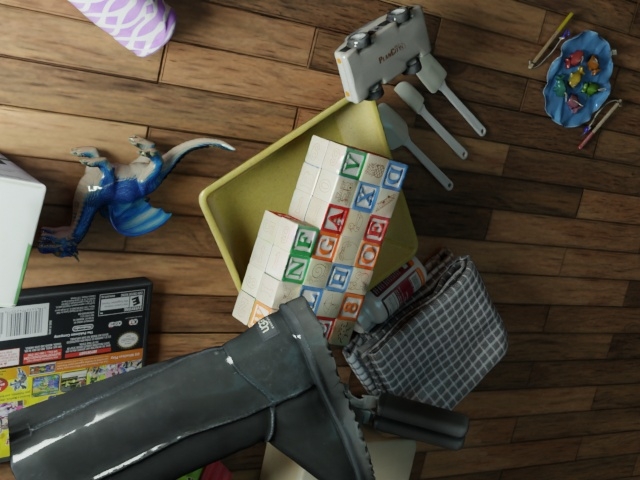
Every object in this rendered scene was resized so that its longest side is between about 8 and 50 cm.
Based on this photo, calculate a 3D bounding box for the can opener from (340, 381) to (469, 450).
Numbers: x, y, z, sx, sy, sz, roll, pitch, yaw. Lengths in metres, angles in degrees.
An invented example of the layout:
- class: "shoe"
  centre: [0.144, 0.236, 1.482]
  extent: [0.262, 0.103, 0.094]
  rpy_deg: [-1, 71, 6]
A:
- class: "can opener"
  centre: [0.113, 0.310, 1.789]
  extent: [0.093, 0.280, 0.074]
  rpy_deg: [-76, 176, -47]

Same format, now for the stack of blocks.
- class: "stack of blocks"
  centre: [0.000, 0.000, 1.561]
  extent: [0.171, 0.087, 0.297]
  rpy_deg: [12, 100, -40]

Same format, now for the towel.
- class: "towel"
  centre: [0.200, 0.188, 1.876]
  extent: [0.284, 0.121, 0.235]
  rpy_deg: [-43, 127, -17]

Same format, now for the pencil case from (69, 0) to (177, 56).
- class: "pencil case"
  centre: [-0.275, -0.324, 1.331]
  extent: [0.086, 0.088, 0.206]
  rpy_deg: [-30, 134, 20]

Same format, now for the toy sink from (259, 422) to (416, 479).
- class: "toy sink"
  centre: [0.027, 0.392, 1.815]
  extent: [0.234, 0.131, 0.152]
  rpy_deg: [3, 106, -34]

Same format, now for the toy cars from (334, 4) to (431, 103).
- class: "toy cars"
  centre: [0.113, -0.383, 1.584]
  extent: [0.176, 0.087, 0.393]
  rpy_deg: [25, 83, -47]

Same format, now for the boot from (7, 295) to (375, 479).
- class: "boot"
  centre: [-0.172, 0.309, 1.489]
  extent: [0.445, 0.146, 0.367]
  rpy_deg: [-25, 120, -8]

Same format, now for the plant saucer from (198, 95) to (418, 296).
- class: "plant saucer"
  centre: [-0.023, -0.034, 1.641]
  extent: [0.333, 0.081, 0.332]
  rpy_deg: [-35, 126, -22]

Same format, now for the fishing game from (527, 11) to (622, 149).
- class: "fishing game"
  centre: [0.499, -0.302, 1.971]
  extent: [0.189, 0.041, 0.264]
  rpy_deg: [-48, 130, -10]

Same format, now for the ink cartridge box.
- class: "ink cartridge box"
  centre: [-0.420, -0.027, 1.248]
  extent: [0.087, 0.208, 0.153]
  rpy_deg: [9, 101, -37]

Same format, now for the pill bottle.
- class: "pill bottle"
  centre: [0.103, 0.086, 1.783]
  extent: [0.152, 0.086, 0.086]
  rpy_deg: [-40, 127, -19]

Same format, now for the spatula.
- class: "spatula"
  centre: [0.191, -0.199, 1.788]
  extent: [0.242, 0.019, 0.168]
  rpy_deg: [41, 75, -41]

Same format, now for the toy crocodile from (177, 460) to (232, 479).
- class: "toy crocodile"
  centre: [-0.160, 0.417, 1.657]
  extent: [0.340, 0.105, 0.115]
  rpy_deg: [59, 38, -29]

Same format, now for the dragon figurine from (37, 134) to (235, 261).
- class: "dragon figurine"
  centre: [-0.261, -0.062, 1.436]
  extent: [0.289, 0.085, 0.144]
  rpy_deg: [-16, 119, -28]

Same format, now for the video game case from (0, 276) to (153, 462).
- class: "video game case"
  centre: [-0.376, 0.183, 1.480]
  extent: [0.275, 0.035, 0.248]
  rpy_deg: [-5, 110, -38]
